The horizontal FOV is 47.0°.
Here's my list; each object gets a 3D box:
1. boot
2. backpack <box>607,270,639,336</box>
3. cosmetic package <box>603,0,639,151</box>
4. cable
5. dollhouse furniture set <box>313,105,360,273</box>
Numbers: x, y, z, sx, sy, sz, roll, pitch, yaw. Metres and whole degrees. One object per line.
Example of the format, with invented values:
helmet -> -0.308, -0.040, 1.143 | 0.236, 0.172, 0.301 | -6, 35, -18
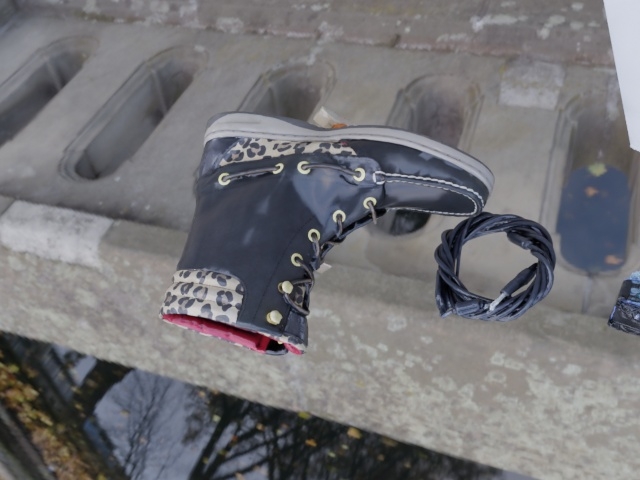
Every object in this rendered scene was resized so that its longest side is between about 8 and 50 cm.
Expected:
boot -> 0.000, 0.000, 0.895 | 0.378, 0.284, 0.138 | 12, 158, 10
backpack -> 0.517, 0.102, 1.138 | 0.114, 0.084, 0.105 | 19, 157, 21
cosmetic package -> 0.231, -0.169, 0.461 | 0.060, 0.099, 0.239 | 47, 167, 56
cable -> 0.216, 0.021, 0.920 | 0.151, 0.184, 0.047 | -15, 128, 28
dollhouse furniture set -> -0.011, -0.047, 1.244 | 0.135, 0.261, 0.259 | 23, 154, -15
